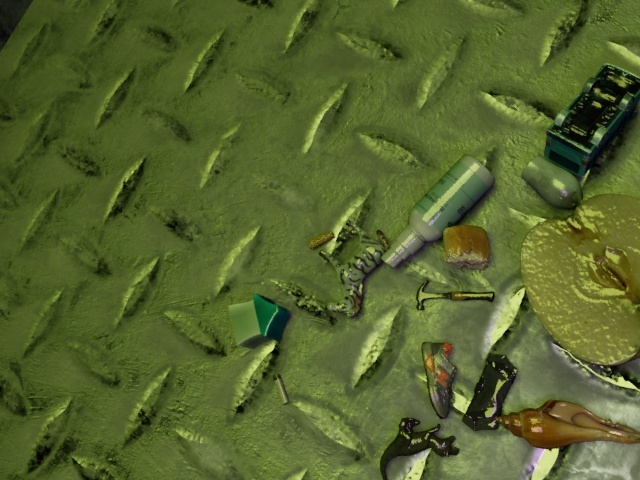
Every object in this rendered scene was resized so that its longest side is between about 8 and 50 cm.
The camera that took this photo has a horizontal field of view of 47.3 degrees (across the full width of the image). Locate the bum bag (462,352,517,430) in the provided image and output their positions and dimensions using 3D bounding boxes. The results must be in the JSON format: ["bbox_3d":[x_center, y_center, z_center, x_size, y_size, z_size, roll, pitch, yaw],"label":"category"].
[{"bbox_3d":[0.411,0.369,1.769,0.087,0.049,0.197,20,84,31],"label":"bum bag"}]

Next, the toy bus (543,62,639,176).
[{"bbox_3d":[0.666,-0.293,1.779,0.128,0.147,0.256,36,72,24],"label":"toy bus"}]

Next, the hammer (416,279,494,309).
[{"bbox_3d":[0.345,0.139,1.877,0.201,0.021,0.078,-3,74,21],"label":"hammer"}]

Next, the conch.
[{"bbox_3d":[0.566,0.431,1.676,0.331,0.093,0.109,7,59,3],"label":"conch"}]

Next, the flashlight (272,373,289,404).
[{"bbox_3d":[-0.108,0.404,1.985,0.018,0.018,0.083,-29,66,14],"label":"flashlight"}]

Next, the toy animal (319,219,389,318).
[{"bbox_3d":[0.074,0.071,1.976,0.170,0.090,0.255,25,87,21],"label":"toy animal"}]

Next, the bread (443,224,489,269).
[{"bbox_3d":[0.371,0.014,1.845,0.125,0.082,0.106,7,77,-19],"label":"bread"}]

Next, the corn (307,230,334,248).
[{"bbox_3d":[0.000,0.000,2.054,0.083,0.027,0.028,-26,75,11],"label":"corn"}]

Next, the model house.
[{"bbox_3d":[-0.162,0.218,2.016,0.149,0.100,0.127,-22,68,17],"label":"model house"}]

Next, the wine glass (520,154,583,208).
[{"bbox_3d":[0.598,-0.126,1.812,0.202,0.093,0.093,42,93,26],"label":"wine glass"}]

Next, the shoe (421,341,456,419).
[{"bbox_3d":[0.303,0.341,1.811,0.077,0.074,0.194,-13,68,13],"label":"shoe"}]

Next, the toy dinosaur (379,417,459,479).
[{"bbox_3d":[0.233,0.525,1.775,0.187,0.087,0.178,3,75,24],"label":"toy dinosaur"}]

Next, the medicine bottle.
[{"bbox_3d":[0.296,-0.065,1.906,0.352,0.110,0.110,-46,64,4],"label":"medicine bottle"}]

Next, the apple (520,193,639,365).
[{"bbox_3d":[0.651,0.078,1.632,0.360,0.320,0.311,60,140,30],"label":"apple"}]
